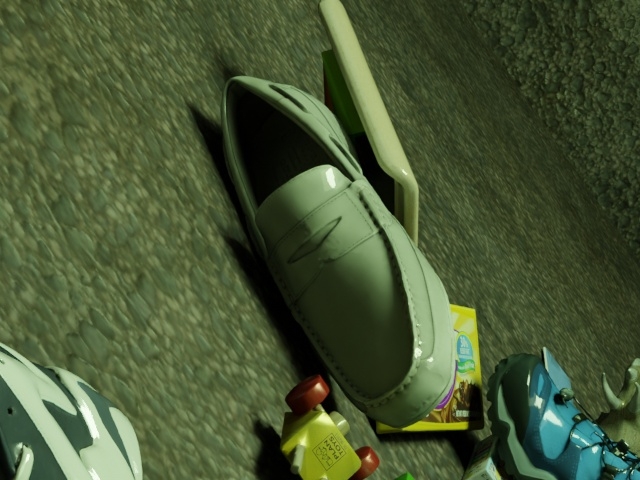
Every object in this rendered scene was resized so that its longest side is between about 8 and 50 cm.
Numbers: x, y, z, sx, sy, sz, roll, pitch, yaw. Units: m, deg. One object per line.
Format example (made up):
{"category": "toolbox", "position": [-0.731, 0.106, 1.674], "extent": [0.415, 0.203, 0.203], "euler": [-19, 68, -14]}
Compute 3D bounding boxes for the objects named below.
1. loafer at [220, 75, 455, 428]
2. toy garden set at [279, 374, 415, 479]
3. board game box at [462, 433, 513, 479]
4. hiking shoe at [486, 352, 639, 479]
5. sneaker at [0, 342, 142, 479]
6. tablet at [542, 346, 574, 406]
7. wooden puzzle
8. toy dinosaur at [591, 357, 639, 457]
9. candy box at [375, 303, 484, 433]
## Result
{"category": "loafer", "position": [0.000, 0.000, 1.132], "extent": [0.111, 0.112, 0.319], "euler": [33, 20, -44]}
{"category": "toy garden set", "position": [0.026, 0.206, 0.912], "extent": [0.204, 0.049, 0.244], "euler": [55, 17, -12]}
{"category": "board game box", "position": [0.174, 0.241, 1.303], "extent": [0.154, 0.026, 0.103], "euler": [56, 16, -3]}
{"category": "hiking shoe", "position": [0.256, 0.210, 1.287], "extent": [0.304, 0.132, 0.113], "euler": [57, 25, 4]}
{"category": "sneaker", "position": [-0.123, 0.113, 0.571], "extent": [0.153, 0.094, 0.235], "euler": [42, 22, -38]}
{"category": "tablet", "position": [0.266, 0.156, 1.766], "extent": [0.054, 0.006, 0.083], "euler": [52, 16, -14]}
{"category": "wooden puzzle", "position": [0.038, -0.050, 1.324], "extent": [0.239, 0.044, 0.221], "euler": [80, -7, -49]}
{"category": "toy dinosaur", "position": [0.380, 0.284, 1.718], "extent": [0.160, 0.121, 0.314], "euler": [-13, 75, -60]}
{"category": "candy box", "position": [0.086, 0.099, 1.250], "extent": [0.206, 0.027, 0.105], "euler": [14, 69, -67]}
